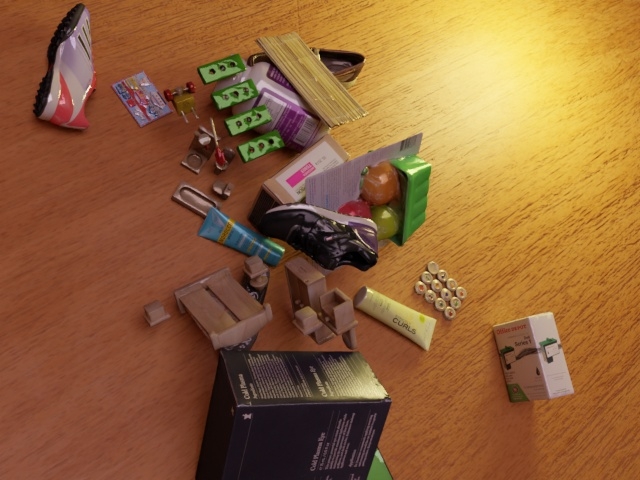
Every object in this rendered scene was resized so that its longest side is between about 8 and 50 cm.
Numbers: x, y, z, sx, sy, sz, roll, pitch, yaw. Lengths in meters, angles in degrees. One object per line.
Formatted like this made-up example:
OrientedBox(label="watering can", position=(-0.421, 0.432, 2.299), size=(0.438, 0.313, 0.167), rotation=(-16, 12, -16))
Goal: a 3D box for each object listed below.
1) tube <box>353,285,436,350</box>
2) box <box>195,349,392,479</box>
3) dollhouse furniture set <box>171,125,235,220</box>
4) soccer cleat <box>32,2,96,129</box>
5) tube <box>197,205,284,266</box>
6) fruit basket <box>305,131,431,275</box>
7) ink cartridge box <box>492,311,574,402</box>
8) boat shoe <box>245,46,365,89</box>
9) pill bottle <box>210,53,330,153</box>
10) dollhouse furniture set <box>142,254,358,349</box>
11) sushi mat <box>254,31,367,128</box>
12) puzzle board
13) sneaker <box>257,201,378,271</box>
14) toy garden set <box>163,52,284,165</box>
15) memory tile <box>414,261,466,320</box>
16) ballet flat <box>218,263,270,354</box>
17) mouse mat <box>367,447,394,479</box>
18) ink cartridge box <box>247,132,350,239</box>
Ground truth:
OrientedBox(label="tube", position=(0.201, 0.197, 1.616), size=(0.240, 0.062, 0.070), rotation=(30, 104, -18))
OrientedBox(label="box", position=(-0.067, 0.411, 1.262), size=(0.313, 0.179, 0.342), rotation=(5, 113, -23))
OrientedBox(label="dollhouse furniture set", position=(-0.273, -0.156, 1.481), size=(0.144, 0.123, 0.151), rotation=(31, 64, -12))
OrientedBox(label="soccer cleat", position=(-0.577, -0.408, 1.454), size=(0.117, 0.109, 0.317), rotation=(22, 62, -38))
OrientedBox(label="tube", position=(-0.190, -0.003, 1.509), size=(0.207, 0.052, 0.080), rotation=(27, 96, -13))
OrientedBox(label="fruit basket", position=(0.105, -0.087, 1.555), size=(0.353, 0.326, 0.165), rotation=(-22, 44, -21))
OrientedBox(label="ink cartridge box", position=(0.573, 0.318, 1.680), size=(0.093, 0.160, 0.219), rotation=(-5, 75, -25))
OrientedBox(label="boat shoe", position=(-0.035, -0.484, 1.692), size=(0.342, 0.123, 0.123), rotation=(-2, 74, -24))
OrientedBox(label="pill bottle", position=(-0.120, -0.351, 1.587), size=(0.302, 0.169, 0.169), rotation=(26, 65, -14))
OrientedBox(label="dollhouse furniture set", position=(-0.145, 0.200, 1.319), size=(0.356, 0.303, 0.173), rotation=(-25, 126, -23))
OrientedBox(label="sushi mat", position=(-0.022, -0.409, 1.563), size=(0.151, 0.019, 0.316), rotation=(-25, 71, -44))
OrientedBox(label="puzzle board", position=(-0.442, -0.354, 1.535), size=(0.096, 0.011, 0.128), rotation=(-36, 90, -28))
OrientedBox(label="sneaker", position=(0.000, 0.000, 1.389), size=(0.284, 0.107, 0.124), rotation=(7, 54, -13))
OrientedBox(label="toy garden set", position=(-0.230, -0.288, 1.445), size=(0.204, 0.049, 0.244), rotation=(-27, 92, -22))
OrientedBox(label="memory tile", position=(0.335, 0.140, 1.717), size=(0.148, 0.012, 0.113), rotation=(41, 62, -6))
OrientedBox(label="ballet flat", position=(-0.180, 0.169, 1.463), size=(0.084, 0.058, 0.249), rotation=(20, 71, -16))
OrientedBox(label="mouse mat", position=(0.110, 0.596, 1.474), size=(0.153, 0.007, 0.189), rotation=(-22, 82, -28))
OrientedBox(label="ink cartridge box", position=(-0.056, -0.130, 1.526), size=(0.088, 0.193, 0.235), rotation=(47, 62, 4))
